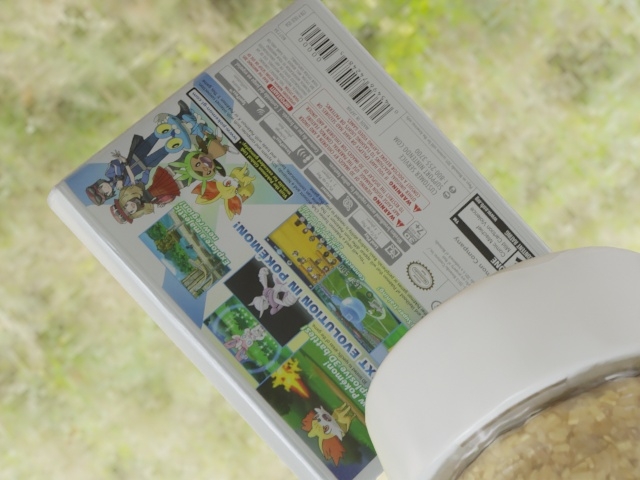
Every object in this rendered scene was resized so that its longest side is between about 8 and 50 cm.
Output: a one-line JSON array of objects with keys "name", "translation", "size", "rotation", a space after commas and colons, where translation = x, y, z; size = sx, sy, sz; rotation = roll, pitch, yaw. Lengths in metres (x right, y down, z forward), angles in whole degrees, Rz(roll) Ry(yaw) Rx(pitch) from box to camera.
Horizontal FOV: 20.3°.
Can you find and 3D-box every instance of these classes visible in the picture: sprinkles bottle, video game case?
[{"name": "sprinkles bottle", "translation": [0.132, 0.171, 0.539], "size": [0.121, 0.355, 0.121], "rotation": [-18, 147, -12]}, {"name": "video game case", "translation": [0.000, 0.000, 1.418], "size": [0.300, 0.329, 0.036], "rotation": [-41, 178, -30]}]
